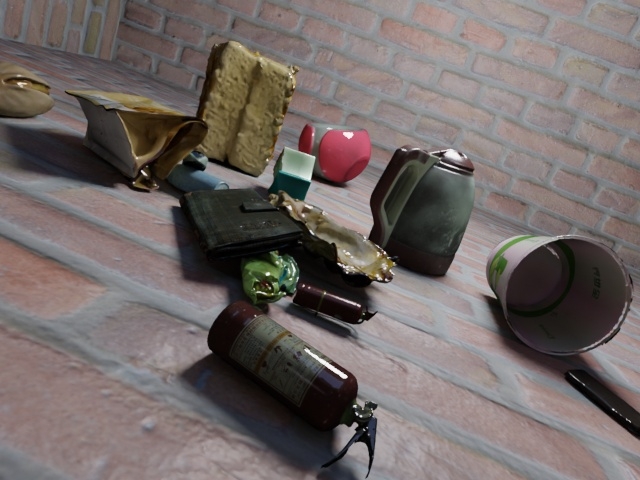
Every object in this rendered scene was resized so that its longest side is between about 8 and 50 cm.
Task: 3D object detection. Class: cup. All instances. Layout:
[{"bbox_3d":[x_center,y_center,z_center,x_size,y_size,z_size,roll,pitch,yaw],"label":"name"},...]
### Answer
[{"bbox_3d":[0.511,0.095,1.036,0.254,0.252,0.274,22,11,2],"label":"cup"}]

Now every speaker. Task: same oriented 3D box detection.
[{"bbox_3d":[0.050,-0.373,1.823,0.295,0.294,0.294,19,18,-6],"label":"speaker"}]

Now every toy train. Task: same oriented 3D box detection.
[{"bbox_3d":[-0.308,-0.199,1.117,0.055,0.048,0.252,18,-3,-21],"label":"toy train"}]

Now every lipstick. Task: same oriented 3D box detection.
[{"bbox_3d":[-0.336,-0.155,1.072,0.274,0.061,0.068,24,18,25],"label":"lipstick"}]

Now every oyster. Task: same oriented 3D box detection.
[{"bbox_3d":[-0.010,-0.006,0.927,0.361,0.096,0.221,33,8,25],"label":"oyster"}]

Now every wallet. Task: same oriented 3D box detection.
[{"bbox_3d":[-0.164,-0.044,0.861,0.169,0.044,0.317,-10,23,-21],"label":"wallet"},{"bbox_3d":[0.522,0.288,0.817,0.082,0.018,0.156,11,20,-32],"label":"wallet"}]

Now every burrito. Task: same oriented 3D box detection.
[{"bbox_3d":[-0.087,0.042,0.794,0.104,0.054,0.288,20,16,-12],"label":"burrito"}]

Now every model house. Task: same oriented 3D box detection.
[{"bbox_3d":[-0.088,-0.169,1.303,0.101,0.148,0.127,14,-25,-16],"label":"model house"}]

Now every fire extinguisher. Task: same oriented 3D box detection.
[{"bbox_3d":[0.022,0.107,0.727,0.132,0.056,0.039,20,44,4],"label":"fire extinguisher"},{"bbox_3d":[-0.030,0.160,0.497,0.231,0.071,0.099,31,47,23],"label":"fire extinguisher"}]

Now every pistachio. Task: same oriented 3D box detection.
[{"bbox_3d":[-0.760,-0.368,1.113,0.153,0.126,0.223,-11,7,20],"label":"pistachio"}]

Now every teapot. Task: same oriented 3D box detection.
[{"bbox_3d":[0.256,-0.100,1.180,0.315,0.311,0.233,7,20,-38],"label":"teapot"}]

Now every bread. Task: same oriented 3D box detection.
[{"bbox_3d":[-0.266,-0.456,1.532,0.280,0.370,0.390,14,20,-20],"label":"bread"}]

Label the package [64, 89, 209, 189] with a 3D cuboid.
[{"bbox_3d":[-0.435,-0.241,1.053,0.222,0.164,0.311,-8,28,-44],"label":"package"}]
